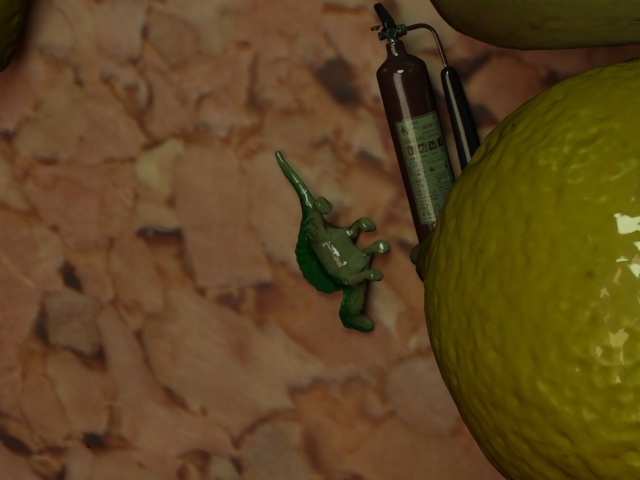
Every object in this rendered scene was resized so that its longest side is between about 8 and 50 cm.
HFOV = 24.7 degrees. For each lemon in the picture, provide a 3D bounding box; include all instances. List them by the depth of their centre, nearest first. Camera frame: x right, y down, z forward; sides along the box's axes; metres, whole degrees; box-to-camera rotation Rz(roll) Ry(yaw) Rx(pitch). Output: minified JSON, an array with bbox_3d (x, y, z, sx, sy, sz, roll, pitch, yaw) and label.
[{"bbox_3d":[0.166,0.030,0.664,0.253,0.229,0.228,-163,62,-66],"label":"lemon"}]

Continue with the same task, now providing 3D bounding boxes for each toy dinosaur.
[{"bbox_3d":[0.000,0.001,0.876,0.119,0.029,0.060,51,132,7],"label":"toy dinosaur"}]

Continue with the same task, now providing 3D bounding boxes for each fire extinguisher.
[{"bbox_3d":[0.065,-0.050,0.821,0.049,0.035,0.173,-8,103,33],"label":"fire extinguisher"}]

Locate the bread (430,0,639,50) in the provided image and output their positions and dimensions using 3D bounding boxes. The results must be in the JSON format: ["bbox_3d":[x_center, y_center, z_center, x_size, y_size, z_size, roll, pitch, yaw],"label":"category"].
[{"bbox_3d":[0.143,-0.166,0.674,0.261,0.156,0.158,-5,104,29],"label":"bread"}]

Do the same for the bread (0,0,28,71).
[{"bbox_3d":[-0.228,-0.261,0.840,0.112,0.166,0.383,61,139,44],"label":"bread"}]
